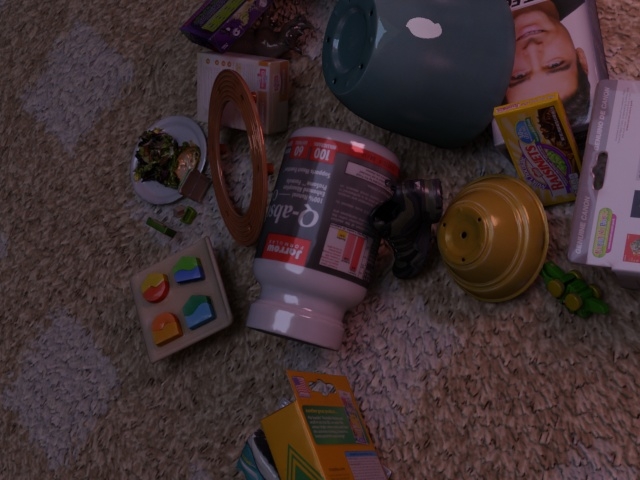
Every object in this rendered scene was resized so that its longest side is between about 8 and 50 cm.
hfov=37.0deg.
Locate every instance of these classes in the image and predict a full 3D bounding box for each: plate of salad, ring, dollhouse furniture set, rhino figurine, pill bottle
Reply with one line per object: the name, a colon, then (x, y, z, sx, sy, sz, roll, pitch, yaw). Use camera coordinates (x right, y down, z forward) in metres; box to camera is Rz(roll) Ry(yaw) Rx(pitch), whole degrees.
plate of salad: (-0.329, -0.174, 2.019, 0.200, 0.048, 0.199, -8, 72, 27)
ring: (-0.152, -0.155, 1.808, 0.336, 0.032, 0.336, 173, 90, -68)
dollhouse furniture set: (-0.290, -0.084, 1.954, 0.058, 0.076, 0.151, 29, 91, 34)
rhino figurine: (-0.115, -0.412, 1.955, 0.243, 0.073, 0.106, -1, 68, 31)
pill bottle: (0.000, 0.000, 1.688, 0.210, 0.210, 0.363, 10, 80, 31)

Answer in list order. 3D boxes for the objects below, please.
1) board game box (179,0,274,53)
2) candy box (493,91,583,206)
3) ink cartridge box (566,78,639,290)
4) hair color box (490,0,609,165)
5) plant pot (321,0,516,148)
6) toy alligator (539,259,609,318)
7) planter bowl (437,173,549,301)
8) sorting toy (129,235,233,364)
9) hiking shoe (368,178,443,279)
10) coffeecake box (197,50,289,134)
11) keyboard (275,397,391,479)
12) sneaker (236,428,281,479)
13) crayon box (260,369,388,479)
board game box: (-0.124, -0.523, 1.922, 0.347, 0.056, 0.208, -47, 34, -4)
candy box: (0.362, -0.142, 1.545, 0.105, 0.206, 0.027, -10, 39, 28)
ink cartridge box: (0.541, -0.079, 1.452, 0.272, 0.130, 0.309, 9, 79, 26)
hair color box: (0.380, -0.335, 1.637, 0.185, 0.113, 0.374, -13, 70, 25)
plant pot: (0.145, -0.318, 1.619, 0.293, 0.235, 0.293, -23, 64, 58)
toy alligator: (0.389, 0.074, 1.550, 0.190, 0.056, 0.051, 43, 141, 37)
planter bowl: (0.260, -0.006, 1.578, 0.217, 0.090, 0.217, -4, 85, 46)
sorting toy: (-0.276, 0.114, 1.846, 0.208, 0.038, 0.193, -29, 63, 19)
hiking shoe: (0.135, -0.024, 1.628, 0.114, 0.227, 0.086, 9, 44, -3)
coffeecake box: (-0.157, -0.299, 1.915, 0.185, 0.068, 0.142, 15, 112, 31)
keyboard: (0.011, 0.371, 1.686, 0.256, 0.014, 0.072, 29, 90, 32)
sneaker: (-0.058, 0.459, 1.666, 0.110, 0.107, 0.275, -55, 51, 27)
crayon box: (0.022, 0.377, 1.553, 0.083, 0.203, 0.323, -32, 65, 23)
